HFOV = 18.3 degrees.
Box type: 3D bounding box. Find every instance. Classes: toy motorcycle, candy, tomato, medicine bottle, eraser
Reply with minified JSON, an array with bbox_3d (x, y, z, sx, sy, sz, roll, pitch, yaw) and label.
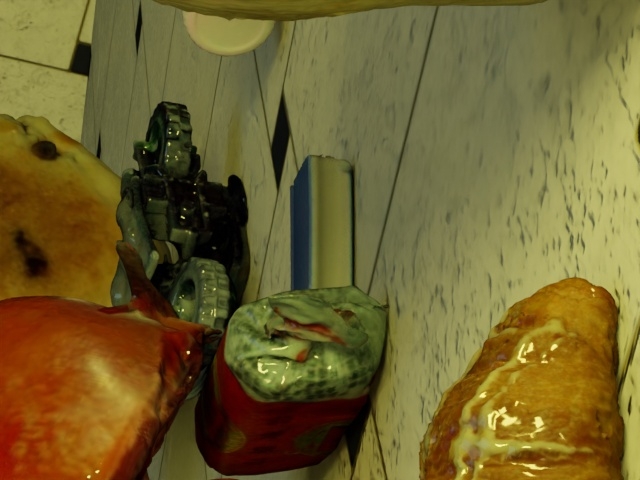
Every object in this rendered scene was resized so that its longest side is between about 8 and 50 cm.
[{"bbox_3d":[-0.115,0.020,1.532,0.270,0.106,0.159,-105,28,-49],"label":"toy motorcycle"},{"bbox_3d":[-0.020,0.080,1.081,0.292,0.086,0.059,116,148,-63],"label":"candy"},{"bbox_3d":[-0.191,0.143,1.092,0.309,0.170,0.309,-64,-1,-2],"label":"tomato"},{"bbox_3d":[-0.072,-0.216,1.446,0.203,0.083,0.083,-102,19,-48],"label":"medicine bottle"},{"bbox_3d":[0.000,0.000,1.148,0.063,0.027,0.084,120,151,-68],"label":"eraser"}]

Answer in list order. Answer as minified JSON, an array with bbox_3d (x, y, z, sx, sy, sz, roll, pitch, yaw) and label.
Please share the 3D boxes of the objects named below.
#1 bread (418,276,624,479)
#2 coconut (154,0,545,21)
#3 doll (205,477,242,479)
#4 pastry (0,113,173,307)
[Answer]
[{"bbox_3d":[0.063,0.127,0.679,0.105,0.076,0.233,161,111,-80],"label":"bread"},{"bbox_3d":[-0.006,-0.216,0.684,0.297,0.255,0.297,-174,90,-80],"label":"coconut"},{"bbox_3d":[-0.055,0.213,1.099,0.290,0.130,0.161,176,105,-73],"label":"doll"},{"bbox_3d":[-0.304,0.083,1.751,0.388,0.389,0.312,-97,23,-45],"label":"pastry"}]
